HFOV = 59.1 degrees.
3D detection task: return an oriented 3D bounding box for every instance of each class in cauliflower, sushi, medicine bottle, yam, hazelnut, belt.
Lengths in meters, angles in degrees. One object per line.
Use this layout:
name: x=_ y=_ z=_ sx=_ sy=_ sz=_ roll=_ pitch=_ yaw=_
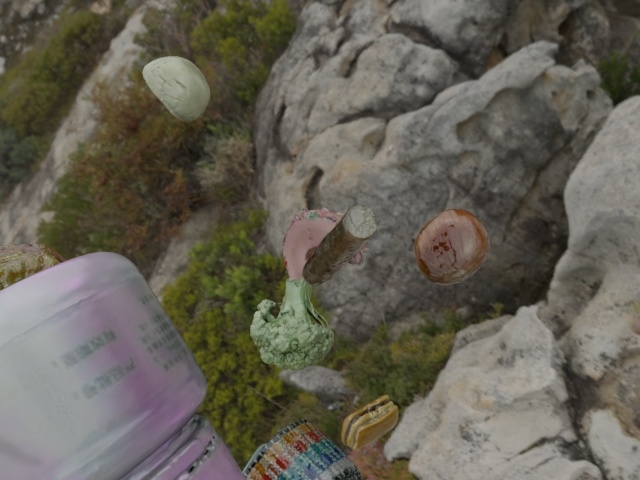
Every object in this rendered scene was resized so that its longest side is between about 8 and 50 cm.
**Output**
cauliflower: x=-0.101 y=0.259 z=1.724 sx=0.327 sy=0.260 sz=0.281 roll=-36 pitch=70 yaw=52
sushi: x=-0.581 y=0.109 z=1.075 sx=0.139 sy=0.274 sz=0.184 roll=40 pitch=137 yaw=45
medicine bottle: x=-0.235 y=0.203 z=0.587 sx=0.256 sy=0.325 sz=0.256 roll=-32 pitch=2 yaw=1
yam: x=0.020 y=0.014 z=0.787 sx=0.241 sy=0.056 sz=0.057 roll=126 pitch=161 yaw=-66
hazelnut: x=0.352 y=0.022 z=1.513 sx=0.214 sy=0.176 sz=0.214 roll=-41 pitch=39 yaw=46
belt: x=-0.071 y=0.441 z=0.947 sx=0.160 sy=0.206 sz=0.295 roll=38 pitch=112 yaw=26

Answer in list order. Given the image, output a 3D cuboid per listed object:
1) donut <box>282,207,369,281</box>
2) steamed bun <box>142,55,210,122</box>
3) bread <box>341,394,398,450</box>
donut: x=0.000 y=0.000 z=0.919 sx=0.166 sy=0.065 sz=0.117 roll=-20 pitch=90 yaw=38
steamed bun: x=-0.261 y=-0.289 z=1.048 sx=0.091 sy=0.112 sz=0.130 roll=-39 pitch=72 yaw=7
bread: x=0.153 y=0.562 z=1.734 sx=0.077 sy=0.200 sz=0.116 roll=39 pitch=131 yaw=37
